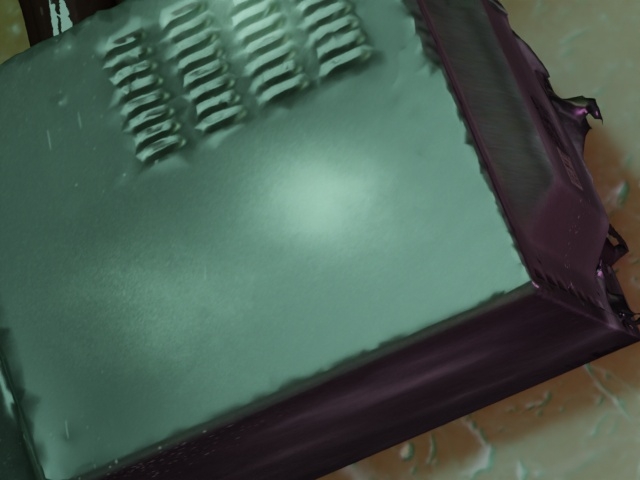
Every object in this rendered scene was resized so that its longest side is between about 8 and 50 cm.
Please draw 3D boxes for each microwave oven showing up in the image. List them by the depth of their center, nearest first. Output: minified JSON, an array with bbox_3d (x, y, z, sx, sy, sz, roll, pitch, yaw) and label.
[{"bbox_3d":[0.000,0.000,1.157,0.374,0.432,0.236,-23,78,12],"label":"microwave oven"}]

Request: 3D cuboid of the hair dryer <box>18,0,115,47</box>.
[{"bbox_3d":[-0.298,-0.221,1.462,0.340,0.123,0.313,-3,94,27],"label":"hair dryer"}]
